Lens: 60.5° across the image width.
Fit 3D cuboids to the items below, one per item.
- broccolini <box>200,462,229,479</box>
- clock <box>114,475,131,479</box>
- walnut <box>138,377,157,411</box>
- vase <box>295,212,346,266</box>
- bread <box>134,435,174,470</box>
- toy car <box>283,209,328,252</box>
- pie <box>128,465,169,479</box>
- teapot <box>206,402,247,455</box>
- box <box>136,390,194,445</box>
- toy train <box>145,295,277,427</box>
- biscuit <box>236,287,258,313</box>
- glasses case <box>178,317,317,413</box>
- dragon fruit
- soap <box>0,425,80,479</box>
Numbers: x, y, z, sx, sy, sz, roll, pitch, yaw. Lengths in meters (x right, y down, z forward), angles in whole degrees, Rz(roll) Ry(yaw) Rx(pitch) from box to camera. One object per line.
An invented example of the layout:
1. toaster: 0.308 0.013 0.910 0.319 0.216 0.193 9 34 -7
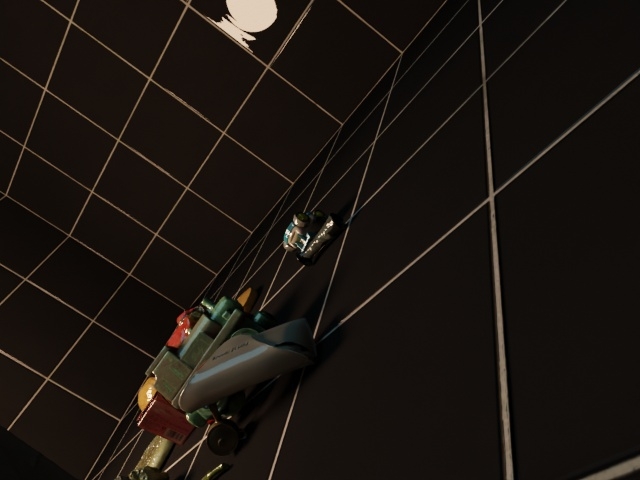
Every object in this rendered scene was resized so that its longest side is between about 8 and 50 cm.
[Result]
1. broccolini: -0.257 0.520 1.155 0.218 0.044 0.042 -40 2 34
2. clock: -0.606 0.797 1.593 0.215 0.042 0.214 -50 24 33
3. walnut: -0.560 0.550 1.945 0.197 0.165 0.165 -23 32 54
4. vase: 0.000 0.000 1.534 0.167 0.059 0.059 -48 13 26
5. bread: -0.532 0.692 1.716 0.267 0.041 0.267 -52 11 15
6. toy car: -0.027 -0.016 1.652 0.162 0.098 0.126 -13 -39 -43
7. pie: -0.497 0.666 1.328 0.302 0.067 0.302 -42 -18 -17
8. teapot: -0.200 0.386 1.147 0.085 0.110 0.080 -16 0 -4
9. box: -0.432 0.505 1.572 0.111 0.156 0.060 -54 19 12
10. toy train: -0.243 0.270 1.281 0.304 0.222 0.150 -55 -21 -7
11. biscuit: -0.352 0.314 2.056 0.355 0.052 0.275 -48 13 31
12. glasses case: -0.154 0.242 1.107 0.308 0.083 0.128 -26 30 16
13. dragon fruit: -0.322 0.321 1.494 0.305 0.226 0.305 -49 14 17
14. soap: -0.259 0.397 0.519 0.212 0.435 0.350 -52 7 -13
